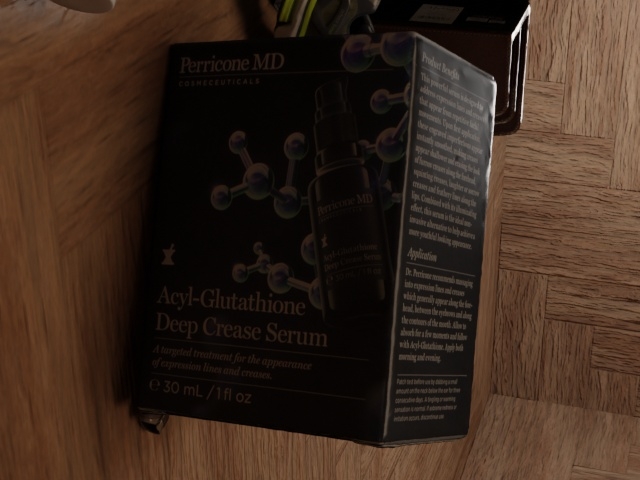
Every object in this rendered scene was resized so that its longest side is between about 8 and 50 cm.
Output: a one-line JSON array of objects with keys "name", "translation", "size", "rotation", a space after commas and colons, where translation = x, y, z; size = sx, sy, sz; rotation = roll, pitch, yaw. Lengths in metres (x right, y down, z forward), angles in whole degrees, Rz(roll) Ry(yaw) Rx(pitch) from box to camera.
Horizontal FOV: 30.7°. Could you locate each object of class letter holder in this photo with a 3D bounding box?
[{"name": "letter holder", "translation": [0.128, -0.227, 1.646], "size": [0.152, 0.302, 0.214], "rotation": [-56, 150, -56]}]

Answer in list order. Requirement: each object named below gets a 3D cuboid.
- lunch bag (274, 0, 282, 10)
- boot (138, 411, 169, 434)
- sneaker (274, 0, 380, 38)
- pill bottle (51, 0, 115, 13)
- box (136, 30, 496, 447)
[{"name": "lunch bag", "translation": [-0.028, -0.328, 1.520], "size": [0.083, 0.053, 0.071], "rotation": [29, 68, -63]}, {"name": "boot", "translation": [-0.170, 0.174, 1.299], "size": [0.118, 0.042, 0.087], "rotation": [57, 50, -64]}, {"name": "sneaker", "translation": [0.001, -0.233, 1.465], "size": [0.300, 0.121, 0.111], "rotation": [107, 3, -60]}, {"name": "pill bottle", "translation": [-0.183, -0.273, 0.956], "size": [0.087, 0.087, 0.160], "rotation": [46, 54, -69]}, {"name": "box", "translation": [0.000, 0.000, 1.227], "size": [0.212, 0.294, 0.395], "rotation": [12, 81, -59]}]
